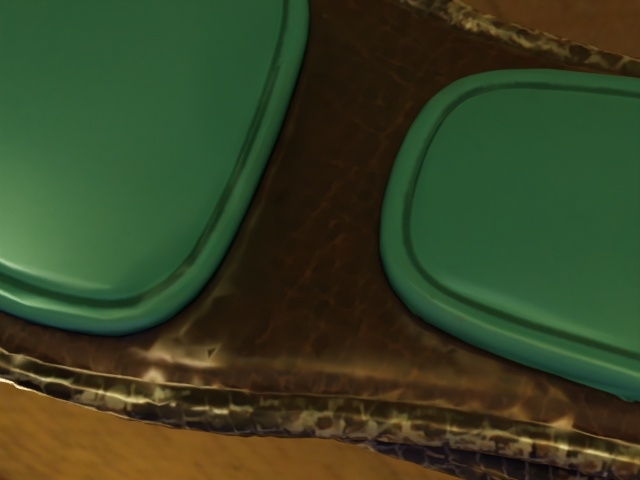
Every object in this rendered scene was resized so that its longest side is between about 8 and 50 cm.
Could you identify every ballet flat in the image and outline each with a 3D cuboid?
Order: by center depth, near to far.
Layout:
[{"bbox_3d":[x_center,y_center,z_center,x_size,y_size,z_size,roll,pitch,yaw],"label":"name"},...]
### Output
[{"bbox_3d":[0.000,0.000,0.415,0.482,0.164,0.182,19,154,5],"label":"ballet flat"}]
